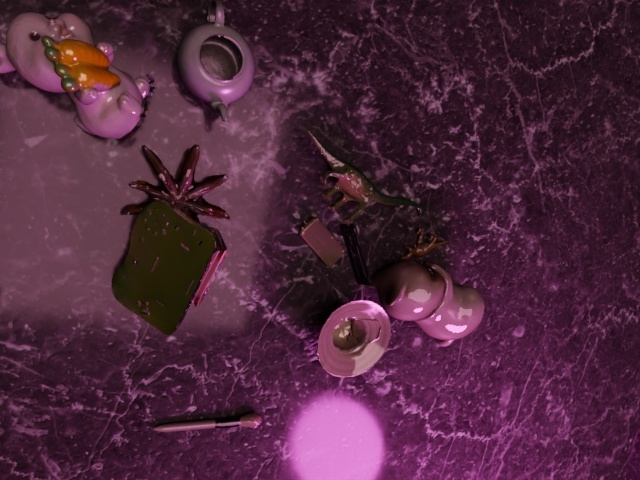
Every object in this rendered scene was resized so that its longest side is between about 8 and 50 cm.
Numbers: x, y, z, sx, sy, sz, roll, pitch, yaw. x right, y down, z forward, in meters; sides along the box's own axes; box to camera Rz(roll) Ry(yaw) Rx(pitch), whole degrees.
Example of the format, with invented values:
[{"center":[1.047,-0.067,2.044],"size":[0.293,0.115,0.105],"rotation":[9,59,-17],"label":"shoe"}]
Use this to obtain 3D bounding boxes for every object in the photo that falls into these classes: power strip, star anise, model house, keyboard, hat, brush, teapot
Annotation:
[{"center":[0.000,0.000,1.310],"size":[0.076,0.028,0.169],"rotation":[-45,114,-12],"label":"power strip"},{"center":[-0.362,-0.108,1.100],"size":[0.288,0.088,0.288],"rotation":[-10,112,-26],"label":"star anise"},{"center":[-0.354,0.049,1.086],"size":[0.207,0.154,0.293],"rotation":[33,108,7],"label":"model house"},{"center":[0.111,0.044,1.348],"size":[0.013,0.061,0.204],"rotation":[-29,109,-39],"label":"keyboard"},{"center":[0.080,0.280,1.338],"size":[0.252,0.110,0.251],"rotation":[-6,107,-22],"label":"hat"},{"center":[-0.311,0.522,1.237],"size":[0.299,0.039,0.042],"rotation":[3,97,-23],"label":"brush"},{"center":[-0.254,-0.438,1.082],"size":[0.193,0.129,0.294],"rotation":[-4,99,-24],"label":"teapot"}]

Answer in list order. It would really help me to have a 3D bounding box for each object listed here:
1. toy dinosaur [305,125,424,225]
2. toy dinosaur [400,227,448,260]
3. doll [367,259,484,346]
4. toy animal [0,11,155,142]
[{"center":[0.146,-0.190,1.322],"size":[0.301,0.087,0.447],"rotation":[-35,114,-18],"label":"toy dinosaur"},{"center":[0.351,0.033,1.472],"size":[0.162,0.039,0.126],"rotation":[22,98,-30],"label":"toy dinosaur"},{"center":[0.348,0.187,1.392],"size":[0.370,0.215,0.226],"rotation":[35,99,-26],"label":"doll"},{"center":[-0.522,-0.356,0.926],"size":[0.310,0.247,0.182],"rotation":[34,66,-39],"label":"toy animal"}]
